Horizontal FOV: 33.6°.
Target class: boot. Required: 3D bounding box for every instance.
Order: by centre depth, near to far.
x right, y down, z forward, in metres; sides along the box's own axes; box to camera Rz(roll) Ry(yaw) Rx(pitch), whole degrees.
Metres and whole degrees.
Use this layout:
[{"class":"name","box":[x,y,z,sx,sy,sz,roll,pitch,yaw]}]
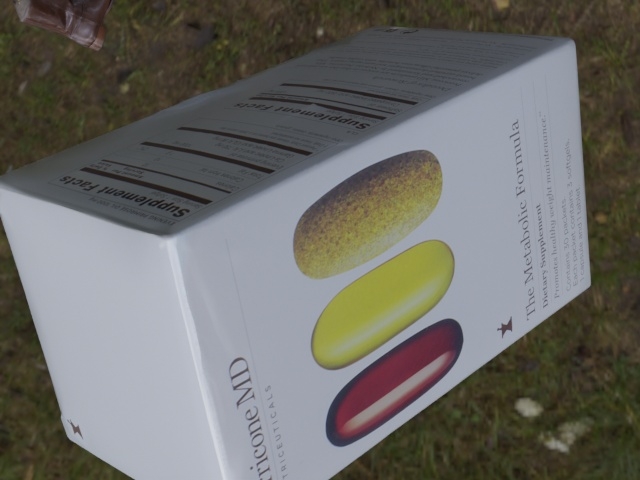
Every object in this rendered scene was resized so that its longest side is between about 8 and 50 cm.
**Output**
[{"class":"boot","box":[-0.284,-0.274,1.168,0.037,0.106,0.114,-11,160,40]}]

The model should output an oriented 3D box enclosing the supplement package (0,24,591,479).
[{"class":"supplement package","box":[0.000,0.000,0.495,0.134,0.244,0.139,15,124,44]}]
